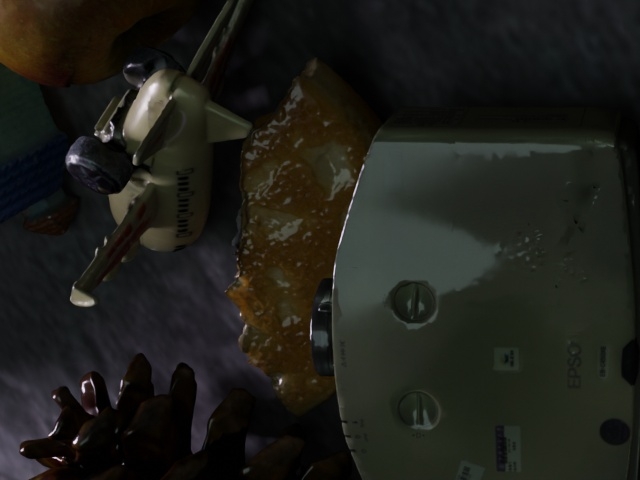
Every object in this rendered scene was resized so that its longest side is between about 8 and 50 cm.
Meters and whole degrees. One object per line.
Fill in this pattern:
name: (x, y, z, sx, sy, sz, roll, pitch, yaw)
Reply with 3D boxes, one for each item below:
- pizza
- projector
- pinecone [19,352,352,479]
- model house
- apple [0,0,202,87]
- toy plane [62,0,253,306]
pizza: (-0.001, -0.001, 1.045, 0.127, 0.058, 0.246, -7, 115, 5)
projector: (0.095, 0.054, 0.975, 0.194, 0.088, 0.269, 1, 110, 13)
pinecone: (-0.078, 0.214, 1.093, 0.309, 0.244, 0.244, 49, 126, 24)
model house: (-0.242, -0.053, 1.149, 0.148, 0.119, 0.148, -19, 106, 34)
apple: (-0.156, -0.181, 1.024, 0.163, 0.146, 0.147, -39, 82, 37)
toy plane: (-0.101, -0.050, 1.030, 0.104, 0.242, 0.256, 30, 157, -9)
